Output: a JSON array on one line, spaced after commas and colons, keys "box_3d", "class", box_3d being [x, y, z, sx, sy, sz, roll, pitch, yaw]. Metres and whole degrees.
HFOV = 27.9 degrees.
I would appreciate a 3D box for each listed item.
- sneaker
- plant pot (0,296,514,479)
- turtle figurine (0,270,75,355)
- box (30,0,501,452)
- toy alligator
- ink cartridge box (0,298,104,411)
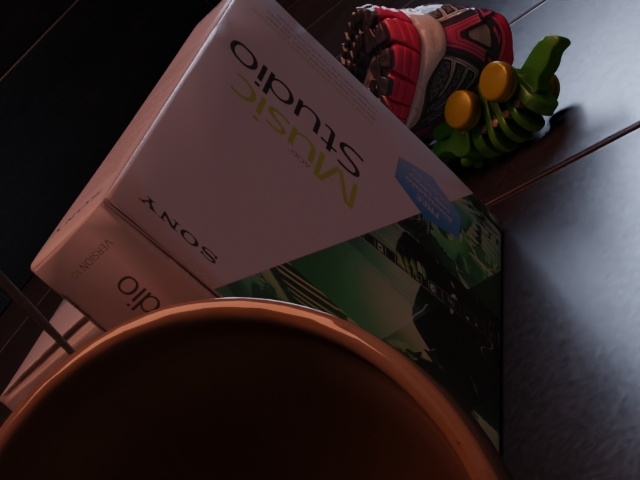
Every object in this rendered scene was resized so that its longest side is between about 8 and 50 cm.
[{"box_3d": [0.068, -0.108, 1.067, 0.112, 0.121, 0.299, -8, -7, -12], "class": "sneaker"}, {"box_3d": [-0.021, 0.148, 0.487, 0.237, 0.237, 0.110, -45, -30, 6], "class": "plant pot"}, {"box_3d": [-0.162, 0.154, 0.679, 0.266, 0.274, 0.198, 114, 169, -54], "class": "turtle figurine"}, {"box_3d": [0.000, 0.000, 0.681, 0.058, 0.232, 0.322, -41, 16, 26], "class": "box"}, {"box_3d": [0.118, -0.079, 0.941, 0.189, 0.056, 0.051, -39, 58, 41], "class": "toy alligator"}, {"box_3d": [-0.062, 0.050, 0.849, 0.168, 0.171, 0.233, -40, 15, 27], "class": "ink cartridge box"}]
